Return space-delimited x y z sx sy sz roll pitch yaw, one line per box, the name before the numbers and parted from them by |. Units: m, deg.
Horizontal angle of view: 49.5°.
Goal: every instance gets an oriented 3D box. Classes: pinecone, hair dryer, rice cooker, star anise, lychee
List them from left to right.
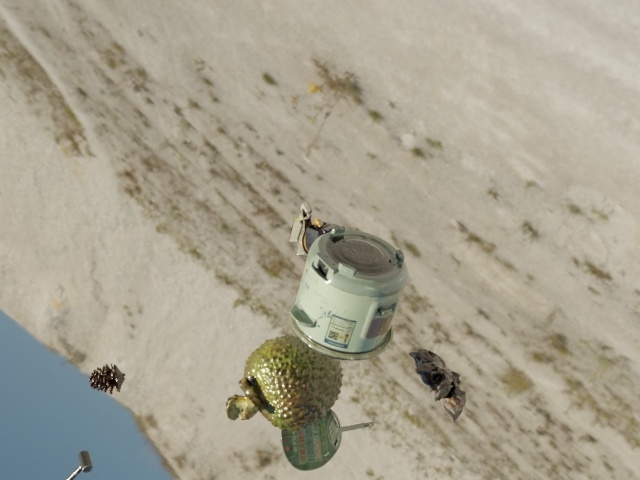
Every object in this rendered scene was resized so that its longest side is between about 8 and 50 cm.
hair dryer | -0.563 0.533 1.612 0.026 0.083 0.047 30 -163 -45
pinecone | -0.681 0.441 2.216 0.109 0.102 0.102 2 162 13
lychee | -0.090 0.395 1.940 0.320 0.270 0.270 13 -166 -42
rice cooker | 0.065 0.139 1.667 0.264 0.316 0.316 41 175 35
star anise | 0.371 0.426 2.101 0.236 0.109 0.223 60 -177 24

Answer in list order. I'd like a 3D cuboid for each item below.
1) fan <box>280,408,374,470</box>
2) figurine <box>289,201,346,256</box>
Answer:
fan | -0.002 0.591 2.217 0.223 0.294 0.012 56 169 -6
figurine | 0.000 0.004 2.549 0.308 0.143 0.308 36 166 10
